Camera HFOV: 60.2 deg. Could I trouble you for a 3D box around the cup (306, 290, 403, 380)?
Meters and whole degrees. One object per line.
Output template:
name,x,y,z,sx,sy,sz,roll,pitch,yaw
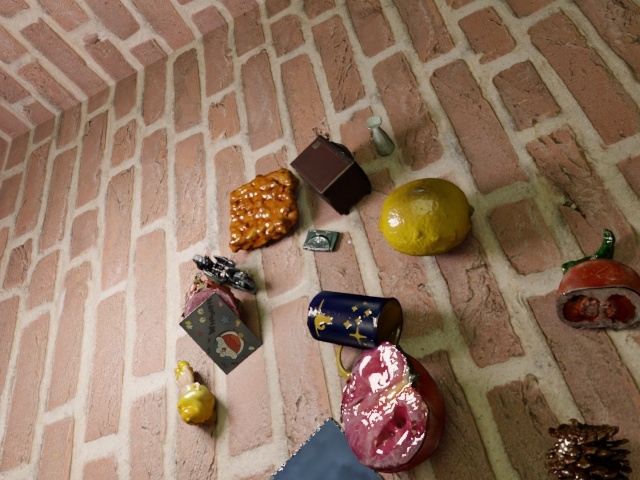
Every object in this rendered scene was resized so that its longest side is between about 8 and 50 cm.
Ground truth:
cup,0.088,0.283,1.687,0.256,0.178,0.254,3,61,32

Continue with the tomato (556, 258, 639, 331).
tomato,0.740,0.129,1.458,0.214,0.180,0.155,0,46,27

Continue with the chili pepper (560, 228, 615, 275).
chili pepper,0.766,0.048,1.554,0.182,0.050,0.073,-38,50,2

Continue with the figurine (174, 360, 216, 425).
figurine,-0.430,0.515,1.852,0.156,0.131,0.246,-59,44,30

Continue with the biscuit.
biscuit,-0.224,-0.120,2.155,0.318,0.110,0.312,-19,51,16

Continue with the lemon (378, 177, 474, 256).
lemon,0.328,-0.072,1.739,0.284,0.260,0.260,-34,50,18

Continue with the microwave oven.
microwave oven,0.044,-0.246,2.045,0.188,0.178,0.247,-44,51,-3

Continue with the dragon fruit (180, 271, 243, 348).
dragon fruit,-0.378,0.238,1.952,0.211,0.147,0.282,-17,95,-3

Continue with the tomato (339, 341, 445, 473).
tomato,0.206,0.460,1.518,0.289,0.176,0.334,-45,47,23

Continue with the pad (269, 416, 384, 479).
pad,0.013,0.686,1.574,0.270,0.012,0.269,-44,50,-3

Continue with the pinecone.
pinecone,0.609,0.519,1.258,0.169,0.185,0.212,7,82,6

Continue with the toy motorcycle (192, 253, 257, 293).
toy motorcycle,-0.352,0.131,2.056,0.271,0.159,0.106,22,66,20

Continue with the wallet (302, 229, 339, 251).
wallet,0.000,0.000,2.010,0.129,0.026,0.088,5,63,31

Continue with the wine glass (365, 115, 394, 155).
wine glass,0.223,-0.392,2.060,0.073,0.155,0.073,-13,52,17

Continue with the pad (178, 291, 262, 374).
pad,-0.343,0.321,1.888,0.170,0.245,0.006,-41,8,0
